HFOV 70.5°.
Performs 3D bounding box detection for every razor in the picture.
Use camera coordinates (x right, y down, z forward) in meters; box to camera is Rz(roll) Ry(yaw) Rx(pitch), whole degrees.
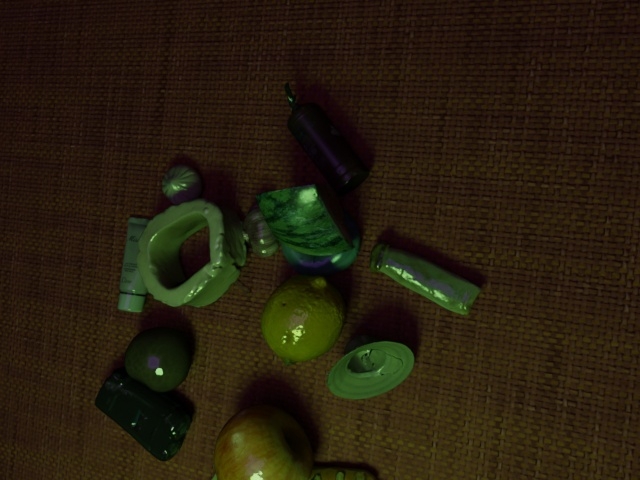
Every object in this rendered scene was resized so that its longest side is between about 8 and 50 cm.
[{"bbox_3d":[-0.579,0.560,1.484,0.327,0.107,0.189,29,98,16],"label":"razor"}]

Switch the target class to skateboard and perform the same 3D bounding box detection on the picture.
[{"bbox_3d":[-0.265,0.157,1.436,0.083,0.032,0.063,34,109,16],"label":"skateboard"}]

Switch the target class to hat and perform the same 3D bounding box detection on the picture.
[{"bbox_3d":[0.125,0.328,1.269,0.252,0.252,0.109,-37,38,13],"label":"hat"}]

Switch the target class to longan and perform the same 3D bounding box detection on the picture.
[{"bbox_3d":[-0.506,0.369,1.426,0.213,0.198,0.197,12,93,24],"label":"longan"}]

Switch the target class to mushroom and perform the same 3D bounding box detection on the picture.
[{"bbox_3d":[0.280,0.099,1.249,0.313,0.081,0.099,26,100,11],"label":"mushroom"}]

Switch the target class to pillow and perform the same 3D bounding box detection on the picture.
[{"bbox_3d":[0.000,0.000,1.322,0.234,0.086,0.214,-26,88,15],"label":"pillow"}]

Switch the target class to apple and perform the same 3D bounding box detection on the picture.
[{"bbox_3d":[-0.162,0.613,1.281,0.233,0.286,0.286,-40,79,12],"label":"apple"}]

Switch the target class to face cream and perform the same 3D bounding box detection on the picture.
[{"bbox_3d":[-0.608,0.081,1.517,0.143,0.089,0.313,5,80,16],"label":"face cream"}]

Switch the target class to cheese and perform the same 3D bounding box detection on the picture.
[{"bbox_3d":[-0.383,0.038,1.393,0.332,0.153,0.292,-35,72,16],"label":"cheese"}]

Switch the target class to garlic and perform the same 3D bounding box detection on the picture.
[{"bbox_3d":[-0.183,-0.024,1.355,0.102,0.147,0.159,-16,116,-19],"label":"garlic"}]

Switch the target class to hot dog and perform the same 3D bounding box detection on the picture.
[{"bbox_3d":[0.043,0.719,1.319,0.270,0.072,0.109,-4,86,15],"label":"hot dog"}]

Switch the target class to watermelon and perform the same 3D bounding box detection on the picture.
[{"bbox_3d":[-0.035,-0.094,1.220,0.213,0.261,0.201,-4,52,21],"label":"watermelon"}]

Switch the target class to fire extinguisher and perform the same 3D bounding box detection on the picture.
[{"bbox_3d":[0.000,-0.296,1.304,0.114,0.135,0.337,-34,79,-11],"label":"fire extinguisher"}]

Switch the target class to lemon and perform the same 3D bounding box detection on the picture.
[{"bbox_3d":[-0.042,0.210,1.263,0.228,0.228,0.253,38,97,13],"label":"lemon"}]

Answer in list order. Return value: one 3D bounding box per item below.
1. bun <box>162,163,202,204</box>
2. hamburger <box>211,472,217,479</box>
[{"bbox_3d":[-0.458,-0.181,1.461,0.138,0.094,0.138,-1,86,18],"label":"bun"},{"bbox_3d":[-0.285,0.799,1.386,0.261,0.131,0.124,-60,41,14],"label":"hamburger"}]
